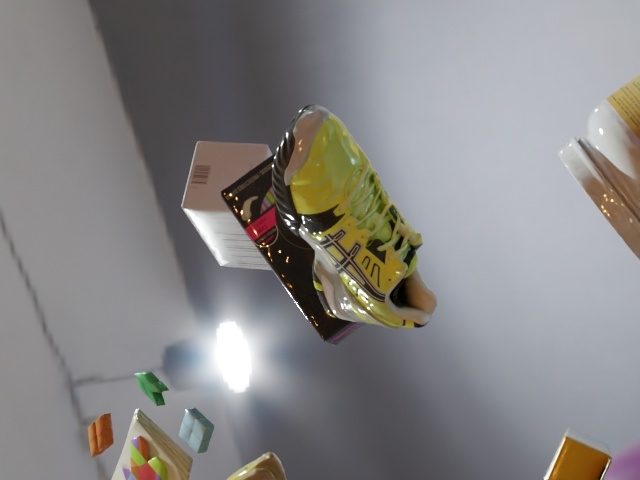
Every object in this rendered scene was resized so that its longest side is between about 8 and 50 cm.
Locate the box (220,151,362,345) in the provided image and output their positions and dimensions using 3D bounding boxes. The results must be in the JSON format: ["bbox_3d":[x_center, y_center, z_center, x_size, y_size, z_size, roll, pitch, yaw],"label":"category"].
[{"bbox_3d":[0.000,0.000,2.034,0.270,0.165,0.143,53,180,8],"label":"box"}]

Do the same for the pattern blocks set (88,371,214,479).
[{"bbox_3d":[-0.247,0.350,1.948,0.026,0.285,0.324,-8,-65,-45],"label":"pattern blocks set"}]

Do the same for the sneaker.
[{"bbox_3d":[0.054,-0.028,1.733,0.145,0.147,0.384,-60,-33,-25],"label":"sneaker"}]

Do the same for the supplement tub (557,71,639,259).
[{"bbox_3d":[0.484,-0.134,1.747,0.228,0.316,0.228,48,-167,-15],"label":"supplement tub"}]

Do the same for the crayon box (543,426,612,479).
[{"bbox_3d":[0.376,0.400,2.127,0.202,0.081,0.318,-66,-11,-1],"label":"crayon box"}]

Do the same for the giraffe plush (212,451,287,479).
[{"bbox_3d":[-0.099,0.383,1.668,0.181,0.210,0.170,-33,-89,-44],"label":"giraffe plush"}]

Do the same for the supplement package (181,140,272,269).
[{"bbox_3d":[-0.139,-0.057,2.470,0.244,0.134,0.139,65,-147,-60],"label":"supplement package"}]
